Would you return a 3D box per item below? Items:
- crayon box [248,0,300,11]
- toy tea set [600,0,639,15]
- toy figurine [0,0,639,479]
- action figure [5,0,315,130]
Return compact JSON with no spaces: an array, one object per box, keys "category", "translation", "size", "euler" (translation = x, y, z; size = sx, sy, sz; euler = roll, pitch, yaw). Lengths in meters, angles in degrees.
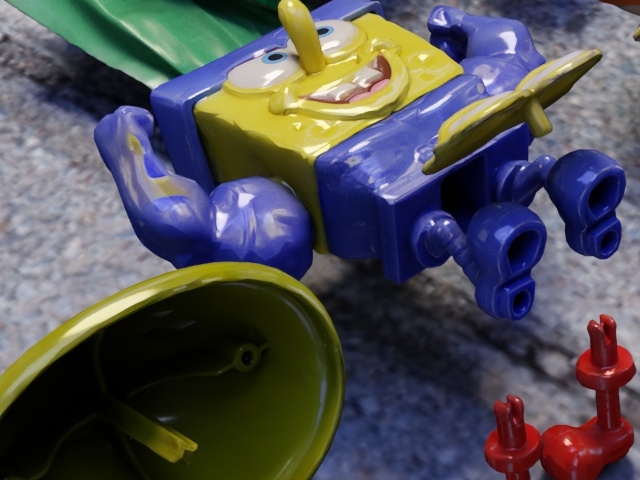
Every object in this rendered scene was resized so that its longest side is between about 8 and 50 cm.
[{"category":"crayon box","translation":[-0.018,-0.237,0.712],"size":[0.165,0.081,0.278],"euler":[24,41,18]},{"category":"toy tea set","translation":[0.155,-0.186,0.653],"size":[0.200,0.124,0.336],"euler":[-8,26,35]},{"category":"toy figurine","translation":[0.000,0.000,0.505],"size":[0.362,0.191,0.217],"euler":[-32,40,-23]},{"category":"action figure","translation":[-0.042,-0.087,0.639],"size":[0.137,0.063,0.232],"euler":[-34,58,-25]}]
